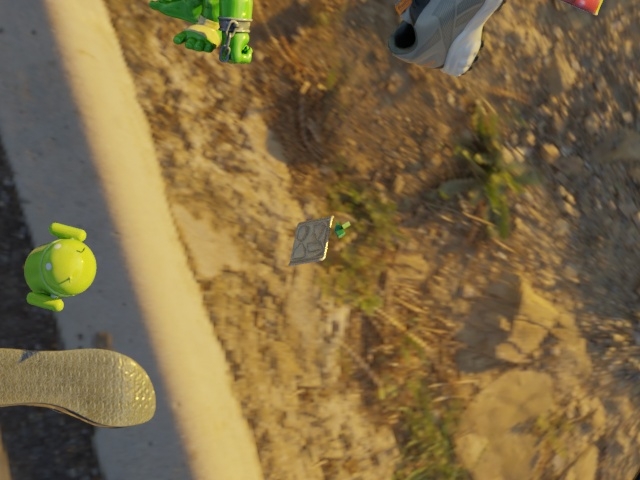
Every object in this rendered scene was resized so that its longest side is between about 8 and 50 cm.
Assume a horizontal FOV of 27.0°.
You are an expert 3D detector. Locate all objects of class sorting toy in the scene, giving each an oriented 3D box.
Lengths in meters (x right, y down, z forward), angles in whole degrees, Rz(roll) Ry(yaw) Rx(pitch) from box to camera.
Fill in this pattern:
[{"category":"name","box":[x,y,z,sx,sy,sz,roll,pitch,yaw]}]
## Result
[{"category":"sorting toy","box":[0.000,0.000,1.565,0.083,0.012,0.062,-10,56,42]}]

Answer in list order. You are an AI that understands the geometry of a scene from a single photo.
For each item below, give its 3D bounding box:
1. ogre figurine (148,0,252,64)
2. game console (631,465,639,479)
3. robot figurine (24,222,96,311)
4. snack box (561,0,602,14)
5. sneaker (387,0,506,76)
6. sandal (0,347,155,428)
[{"category":"ogre figurine","box":[-0.112,-0.260,1.303,0.096,0.197,0.118,9,115,-15]},{"category":"game console","box":[0.385,0.234,0.986,0.342,0.060,0.387,35,81,-4]},{"category":"robot figurine","box":[-0.303,0.033,1.557,0.115,0.067,0.101,-11,58,58]},{"category":"snack box","box":[0.123,-0.231,0.645,0.070,0.174,0.207,19,106,-14]},{"category":"sneaker","box":[0.150,-0.292,1.534,0.108,0.271,0.100,4,53,-12]},{"category":"sandal","box":[-0.331,0.180,1.701,0.254,0.054,0.097,14,73,-25]}]
